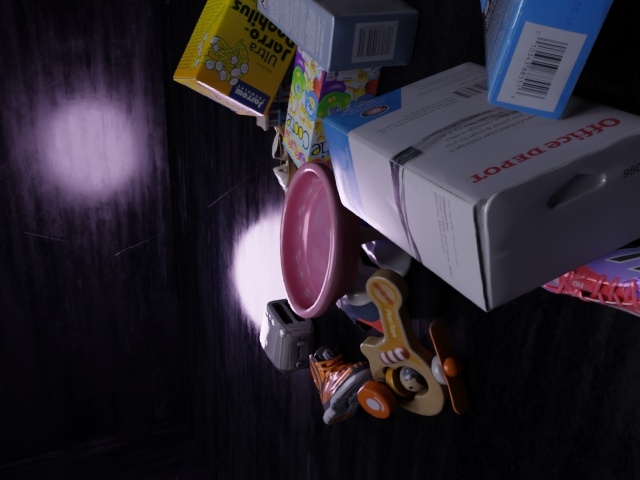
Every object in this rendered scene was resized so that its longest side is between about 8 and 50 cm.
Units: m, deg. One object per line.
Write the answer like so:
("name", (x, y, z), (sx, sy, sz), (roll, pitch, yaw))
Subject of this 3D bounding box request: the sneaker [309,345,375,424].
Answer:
("sneaker", (0.040, 0.339, 1.863), (0.180, 0.124, 0.321), (67, 154, 25))

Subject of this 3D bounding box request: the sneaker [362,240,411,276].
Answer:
("sneaker", (0.141, 0.032, 1.593), (0.212, 0.080, 0.094), (-121, 19, -53))

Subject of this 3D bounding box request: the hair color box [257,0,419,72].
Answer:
("hair color box", (0.023, -0.472, 1.496), (0.374, 0.185, 0.114), (-126, 34, -46))

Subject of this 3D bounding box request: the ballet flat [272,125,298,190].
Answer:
("ballet flat", (-0.100, -0.220, 2.019), (0.080, 0.073, 0.232), (-139, 44, -56))

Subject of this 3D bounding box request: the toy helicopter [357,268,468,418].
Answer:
("toy helicopter", (0.177, 0.213, 1.456), (0.234, 0.140, 0.355), (9, 128, 39))

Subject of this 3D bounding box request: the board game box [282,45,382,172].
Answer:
("board game box", (0.019, -0.298, 1.628), (0.144, 0.142, 0.275), (-122, 31, -41))

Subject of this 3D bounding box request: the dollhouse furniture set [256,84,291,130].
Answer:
("dollhouse furniture set", (-0.070, -0.337, 1.832), (0.183, 0.129, 0.129), (-138, 43, -56))

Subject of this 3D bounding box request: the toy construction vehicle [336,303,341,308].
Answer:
("toy construction vehicle", (0.065, 0.132, 1.843), (0.098, 0.035, 0.086), (-125, 34, -59))

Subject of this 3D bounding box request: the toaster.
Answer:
("toaster", (-0.100, 0.271, 2.158), (0.227, 0.129, 0.147), (-130, 41, -53))

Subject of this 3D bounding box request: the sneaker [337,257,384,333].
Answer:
("sneaker", (0.083, 0.124, 1.695), (0.148, 0.131, 0.350), (59, 175, -18))

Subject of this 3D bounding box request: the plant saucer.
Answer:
("plant saucer", (0.000, 0.000, 1.569), (0.332, 0.084, 0.332), (-178, 90, -67))

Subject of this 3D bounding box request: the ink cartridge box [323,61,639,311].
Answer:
("ink cartridge box", (0.224, -0.101, 1.036), (0.395, 0.285, 0.166), (42, 151, 55))

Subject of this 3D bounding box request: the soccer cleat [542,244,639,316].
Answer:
("soccer cleat", (0.374, 0.048, 0.992), (0.318, 0.116, 0.109), (-152, 55, -61))

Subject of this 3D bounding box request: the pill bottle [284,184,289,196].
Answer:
("pill bottle", (-0.048, -0.072, 1.946), (0.086, 0.086, 0.152), (-156, 60, -63))

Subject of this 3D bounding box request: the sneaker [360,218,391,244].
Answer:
("sneaker", (0.136, -0.037, 1.546), (0.058, 0.152, 0.085), (63, -149, -33))

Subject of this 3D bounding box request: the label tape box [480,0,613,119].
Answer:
("label tape box", (0.298, -0.356, 0.969), (0.334, 0.105, 0.241), (-78, 0, -48))

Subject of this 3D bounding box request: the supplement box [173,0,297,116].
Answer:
("supplement box", (-0.170, -0.497, 1.727), (0.195, 0.194, 0.357), (25, 90, 62))
